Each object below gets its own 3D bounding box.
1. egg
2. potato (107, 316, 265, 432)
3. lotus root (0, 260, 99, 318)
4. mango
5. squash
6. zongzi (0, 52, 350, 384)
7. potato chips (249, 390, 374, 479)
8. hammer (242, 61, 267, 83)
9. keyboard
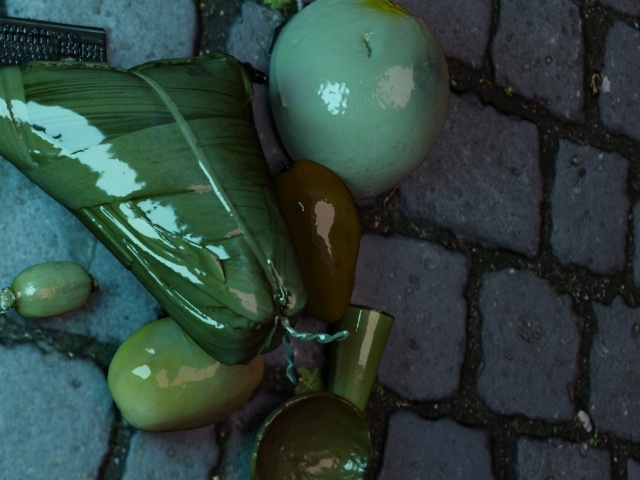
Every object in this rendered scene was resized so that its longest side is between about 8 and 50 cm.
[{"bbox_3d":[0.091,-0.232,2.049,0.337,0.201,0.337,5,82,-37],"label":"egg"},{"bbox_3d":[-0.182,0.177,1.816,0.233,0.146,0.150,-11,60,-40],"label":"potato"},{"bbox_3d":[-0.355,0.064,1.722,0.150,0.062,0.073,-12,92,-42],"label":"lotus root"},{"bbox_3d":[0.000,0.000,1.996,0.138,0.113,0.253,-15,96,-38],"label":"mango"},{"bbox_3d":[0.052,0.214,2.044,0.094,0.094,0.224,15,82,-38],"label":"squash"},{"bbox_3d":[-0.258,0.001,1.674,0.466,0.218,0.500,-7,64,-28],"label":"zongzi"},{"bbox_3d":[-0.020,0.318,1.968,0.208,0.062,0.195,-23,105,-25],"label":"potato chips"},{"bbox_3d":[-0.120,-0.182,1.978,0.065,0.021,0.178,16,75,-39],"label":"hammer"},{"bbox_3d":[-0.386,-0.254,1.760,0.230,0.025,0.094,-1,88,-40],"label":"keyboard"}]
